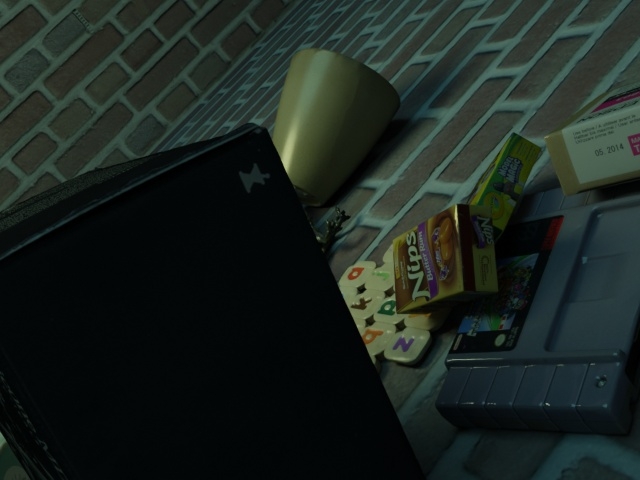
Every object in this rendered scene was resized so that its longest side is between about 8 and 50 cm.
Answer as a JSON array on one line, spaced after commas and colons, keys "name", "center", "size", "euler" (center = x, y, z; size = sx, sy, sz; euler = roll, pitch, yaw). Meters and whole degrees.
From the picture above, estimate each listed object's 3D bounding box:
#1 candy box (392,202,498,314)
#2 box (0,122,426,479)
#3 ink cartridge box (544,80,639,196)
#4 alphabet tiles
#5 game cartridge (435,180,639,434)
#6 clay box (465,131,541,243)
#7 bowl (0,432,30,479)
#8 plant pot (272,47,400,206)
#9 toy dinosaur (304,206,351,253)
[{"name": "candy box", "center": [0.154, 0.030, 0.960], "size": [0.186, 0.053, 0.109], "euler": [142, 129, -67]}, {"name": "box", "center": [-0.181, 0.168, 0.824], "size": [0.297, 0.480, 0.471], "euler": [-34, 17, -31]}, {"name": "ink cartridge box", "center": [0.422, -0.148, 0.899], "size": [0.234, 0.088, 0.193], "euler": [-14, 13, 46]}, {"name": "alphabet tiles", "center": [0.095, 0.105, 1.134], "size": [0.278, 0.021, 0.284], "euler": [1, 49, 54]}, {"name": "game cartridge", "center": [0.285, 0.060, 0.878], "size": [0.230, 0.068, 0.355], "euler": [-8, 41, 45]}, {"name": "clay box", "center": [0.229, -0.038, 1.039], "size": [0.222, 0.053, 0.127], "euler": [-54, -6, -40]}, {"name": "bowl", "center": [-0.600, 0.456, 1.330], "size": [0.163, 0.311, 0.311], "euler": [-18, 28, 7]}, {"name": "plant pot", "center": [0.000, -0.221, 1.592], "size": [0.256, 0.256, 0.274], "euler": [5, 68, 59]}, {"name": "toy dinosaur", "center": [0.000, 0.000, 1.407], "size": [0.118, 0.064, 0.268], "euler": [-49, 21, 22]}]
